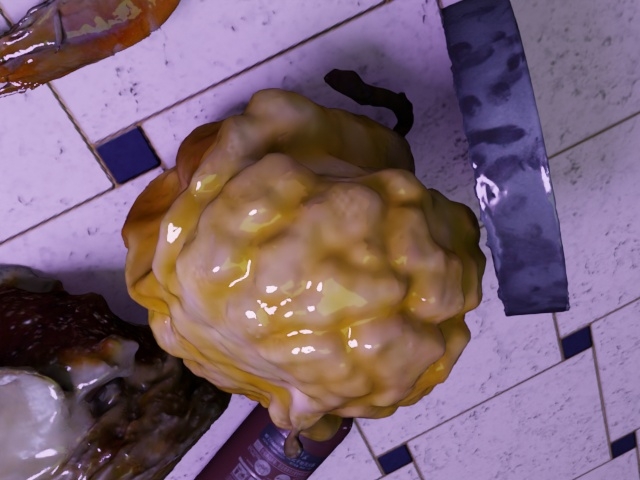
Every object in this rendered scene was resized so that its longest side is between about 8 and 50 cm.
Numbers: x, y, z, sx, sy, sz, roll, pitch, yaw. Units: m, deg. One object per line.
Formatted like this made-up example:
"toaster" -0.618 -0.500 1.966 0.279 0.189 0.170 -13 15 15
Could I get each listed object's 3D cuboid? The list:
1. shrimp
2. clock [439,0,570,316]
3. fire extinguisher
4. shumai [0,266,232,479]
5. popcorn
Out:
"shrimp" -0.226 -0.204 0.619 0.248 0.068 0.150 -39 115 1
"clock" 0.174 -0.080 0.705 0.061 0.313 0.313 -11 129 13
"fire extinguisher" -0.048 0.274 0.969 0.135 0.114 0.337 34 107 -13
"shumai" -0.274 0.156 0.763 0.288 0.330 0.292 43 110 3
"popcorn" 0.000 0.000 0.703 0.349 0.348 0.382 52 57 -38
